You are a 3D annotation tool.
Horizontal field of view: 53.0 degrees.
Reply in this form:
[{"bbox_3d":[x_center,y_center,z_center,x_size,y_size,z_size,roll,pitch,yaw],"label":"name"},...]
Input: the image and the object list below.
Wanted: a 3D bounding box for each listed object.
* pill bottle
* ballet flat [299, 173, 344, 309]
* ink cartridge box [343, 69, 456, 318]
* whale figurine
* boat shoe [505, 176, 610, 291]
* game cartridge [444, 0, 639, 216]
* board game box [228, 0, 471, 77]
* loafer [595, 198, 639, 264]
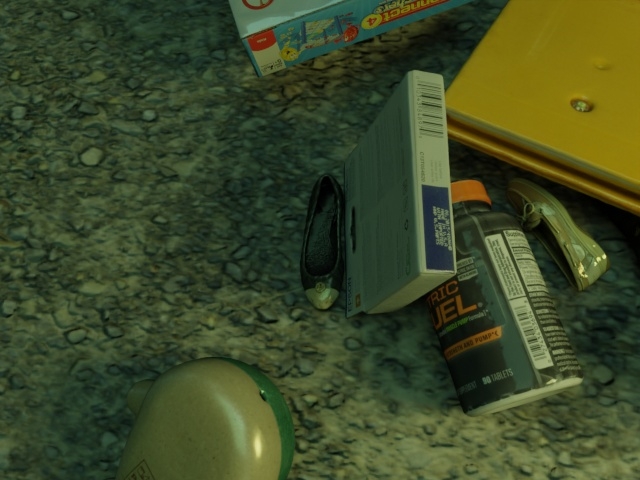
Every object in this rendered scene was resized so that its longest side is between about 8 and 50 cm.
[{"bbox_3d":[0.181,0.058,0.710,0.130,0.130,0.246,-17,69,3],"label":"pill bottle"},{"bbox_3d":[0.000,0.000,0.801,0.057,0.049,0.173,-2,71,10],"label":"ballet flat"},{"bbox_3d":[0.081,-0.037,0.727,0.045,0.224,0.224,5,71,-15],"label":"ink cartridge box"},{"bbox_3d":[-0.142,0.248,0.715,0.272,0.141,0.216,-45,68,19],"label":"whale figurine"},{"bbox_3d":[0.270,-0.010,0.759,0.048,0.056,0.153,-37,77,-9],"label":"boat shoe"},{"bbox_3d":[0.328,-0.192,0.768,0.285,0.053,0.324,26,57,17],"label":"game cartridge"},{"bbox_3d":[0.011,-0.401,0.820,0.301,0.086,0.309,-19,70,3],"label":"board game box"},{"bbox_3d":[0.385,-0.036,0.743,0.078,0.076,0.223,-14,64,-16],"label":"loafer"}]
